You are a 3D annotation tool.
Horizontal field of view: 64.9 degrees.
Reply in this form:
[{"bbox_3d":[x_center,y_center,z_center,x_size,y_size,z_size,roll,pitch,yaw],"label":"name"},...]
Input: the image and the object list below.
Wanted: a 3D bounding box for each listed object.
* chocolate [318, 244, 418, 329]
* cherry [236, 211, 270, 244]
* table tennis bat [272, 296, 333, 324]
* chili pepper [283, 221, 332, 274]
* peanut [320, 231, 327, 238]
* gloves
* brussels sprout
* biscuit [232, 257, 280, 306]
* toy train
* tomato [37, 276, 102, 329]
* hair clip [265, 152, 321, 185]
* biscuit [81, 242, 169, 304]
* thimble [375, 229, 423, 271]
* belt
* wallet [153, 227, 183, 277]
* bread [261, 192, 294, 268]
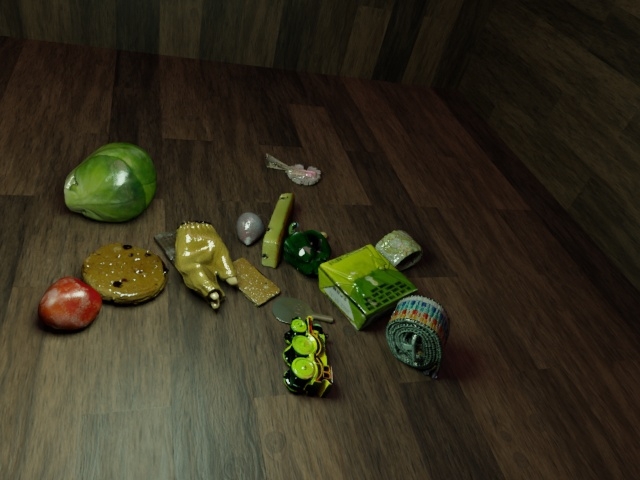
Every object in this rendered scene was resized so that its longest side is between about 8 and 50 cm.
[{"bbox_3d":[0.177,0.184,1.995,0.301,0.137,0.289,-19,52,-37],"label":"chocolate"},{"bbox_3d":[-0.281,-0.036,2.132,0.115,0.188,0.148,-23,54,12],"label":"cherry"},{"bbox_3d":[-0.067,0.275,1.896,0.235,0.022,0.131,13,39,-1],"label":"table tennis bat"},{"bbox_3d":[-0.068,0.029,2.059,0.174,0.165,0.261,-17,36,-23],"label":"chili pepper"},{"bbox_3d":[0.000,0.000,2.209,0.054,0.054,0.113,20,40,3],"label":"peanut"},{"bbox_3d":[-0.427,0.089,1.849,0.203,0.155,0.356,1,55,-41],"label":"gloves"},{"bbox_3d":[-0.822,-0.218,1.990,0.355,0.289,0.281,-18,36,-19],"label":"brussels sprout"},{"bbox_3d":[-0.272,0.159,1.948,0.231,0.025,0.131,39,46,24],"label":"biscuit"},{"bbox_3d":[-0.042,0.388,1.715,0.161,0.100,0.296,14,39,-16],"label":"toy train"},{"bbox_3d":[-0.805,0.205,1.616,0.187,0.151,0.187,12,44,-12],"label":"tomato"},{"bbox_3d":[-0.146,-0.358,2.547,0.301,0.069,0.173,19,40,-14],"label":"hair clip"},{"bbox_3d":[-0.697,0.121,1.804,0.296,0.075,0.296,13,36,-10],"label":"biscuit"},{"bbox_3d":[0.338,0.049,2.207,0.191,0.137,0.143,-25,56,-21],"label":"thimble"},{"bbox_3d":[0.342,0.343,1.781,0.207,0.295,0.160,13,45,22],"label":"belt"},{"bbox_3d":[-0.543,0.046,1.967,0.124,0.042,0.230,-23,60,-38],"label":"wallet"},{"bbox_3d":[-0.175,-0.052,2.136,0.077,0.138,0.361,9,39,2],"label":"bread"}]
